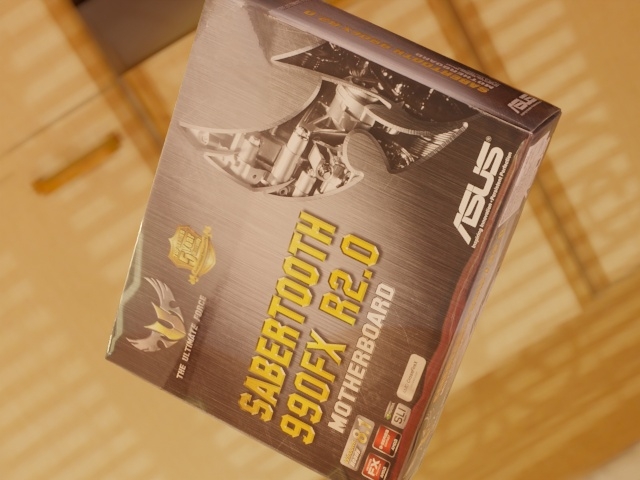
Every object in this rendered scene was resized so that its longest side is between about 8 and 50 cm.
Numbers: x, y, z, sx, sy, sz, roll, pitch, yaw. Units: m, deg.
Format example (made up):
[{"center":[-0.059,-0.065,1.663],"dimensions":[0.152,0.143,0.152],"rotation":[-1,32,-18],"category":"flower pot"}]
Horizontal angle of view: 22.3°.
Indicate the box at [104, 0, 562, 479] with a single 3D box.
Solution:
[{"center":[0.000,0.000,0.852],"dimensions":[0.183,0.231,0.056],"rotation":[26,-153,14],"category":"box"}]
